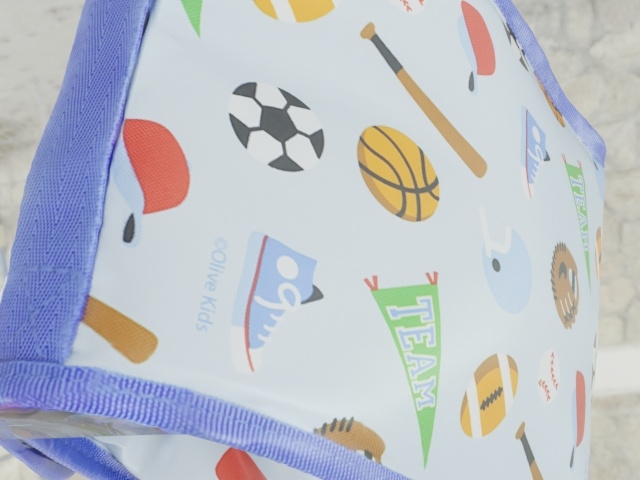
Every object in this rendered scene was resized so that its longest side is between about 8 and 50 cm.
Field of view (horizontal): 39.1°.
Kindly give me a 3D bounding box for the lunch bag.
[{"bbox_3d":[0.000,0.000,0.514,0.238,0.328,0.385,-8,150,31],"label":"lunch bag"}]
